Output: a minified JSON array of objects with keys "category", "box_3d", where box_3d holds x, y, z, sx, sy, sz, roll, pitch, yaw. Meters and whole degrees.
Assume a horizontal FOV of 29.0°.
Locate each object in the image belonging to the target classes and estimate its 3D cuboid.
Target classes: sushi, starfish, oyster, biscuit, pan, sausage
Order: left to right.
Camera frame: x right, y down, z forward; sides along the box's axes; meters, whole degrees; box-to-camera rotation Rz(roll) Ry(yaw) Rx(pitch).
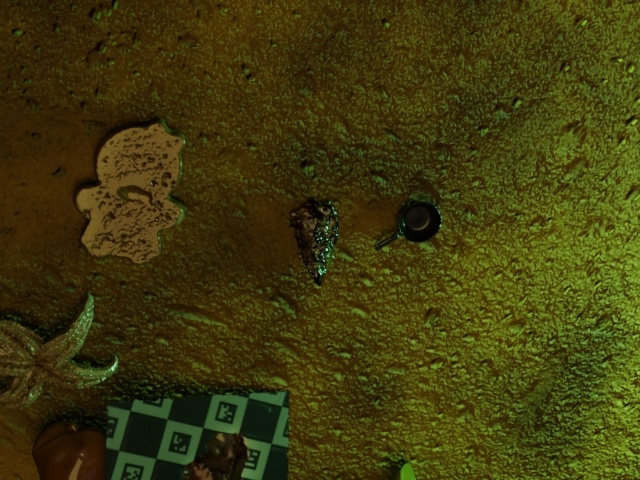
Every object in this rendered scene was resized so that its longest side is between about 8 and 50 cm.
[{"category":"starfish","box_3d":[-0.424,0.173,1.880,0.238,0.071,0.216,18,115,-23]},{"category":"sausage","box_3d":[-0.374,0.391,1.949,0.136,0.120,0.241,-18,115,-10]},{"category":"biscuit","box_3d":[-0.276,-0.074,1.811,0.166,0.036,0.225,8,109,-13]},{"category":"sushi","box_3d":[-0.208,0.408,1.963,0.320,0.069,0.339,0,93,-29]},{"category":"oyster","box_3d":[0.000,0.000,1.891,0.086,0.029,0.132,-26,113,2]},{"category":"pan","box_3d":[0.131,-0.020,1.906,0.115,0.023,0.068,-29,115,1]}]

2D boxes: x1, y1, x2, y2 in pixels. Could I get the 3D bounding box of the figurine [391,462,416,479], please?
[{"category":"figurine","box_3d":[0.026,0.553,2.091,0.338,0.204,0.283,-15,123,11]}]
